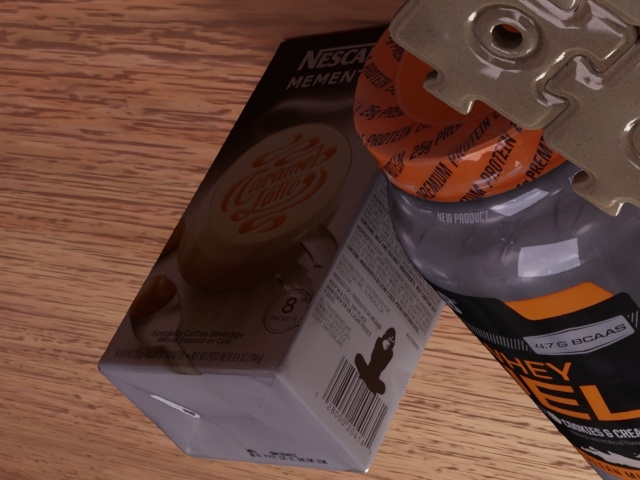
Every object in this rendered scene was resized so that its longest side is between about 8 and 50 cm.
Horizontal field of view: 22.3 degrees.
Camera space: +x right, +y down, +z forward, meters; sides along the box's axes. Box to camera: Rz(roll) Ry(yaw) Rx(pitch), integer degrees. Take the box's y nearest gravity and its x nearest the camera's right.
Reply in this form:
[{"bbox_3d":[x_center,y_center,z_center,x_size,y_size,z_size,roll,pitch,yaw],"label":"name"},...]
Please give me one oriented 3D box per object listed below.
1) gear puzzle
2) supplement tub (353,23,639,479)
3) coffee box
[{"bbox_3d":[0.123,-0.095,0.638,0.339,0.044,0.175,33,142,-9],"label":"gear puzzle"},{"bbox_3d":[0.165,0.001,0.847,0.194,0.193,0.316,-4,139,44],"label":"supplement tub"},{"bbox_3d":[0.000,0.000,0.925,0.141,0.246,0.098,-2,140,41],"label":"coffee box"}]
